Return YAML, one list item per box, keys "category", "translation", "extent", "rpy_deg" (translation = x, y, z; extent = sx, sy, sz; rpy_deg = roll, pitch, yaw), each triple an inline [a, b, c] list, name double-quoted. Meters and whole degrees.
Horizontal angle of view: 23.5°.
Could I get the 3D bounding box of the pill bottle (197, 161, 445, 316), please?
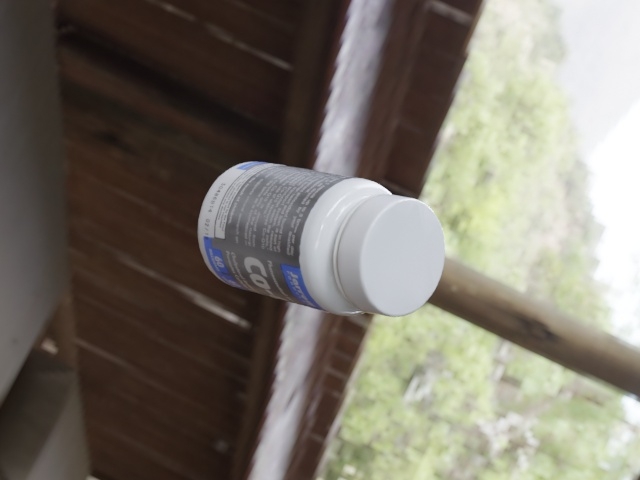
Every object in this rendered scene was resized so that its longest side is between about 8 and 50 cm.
- category: "pill bottle"
  translation: [0.000, 0.000, 0.872]
  extent: [0.078, 0.137, 0.078]
  rpy_deg: [-9, 104, -40]
